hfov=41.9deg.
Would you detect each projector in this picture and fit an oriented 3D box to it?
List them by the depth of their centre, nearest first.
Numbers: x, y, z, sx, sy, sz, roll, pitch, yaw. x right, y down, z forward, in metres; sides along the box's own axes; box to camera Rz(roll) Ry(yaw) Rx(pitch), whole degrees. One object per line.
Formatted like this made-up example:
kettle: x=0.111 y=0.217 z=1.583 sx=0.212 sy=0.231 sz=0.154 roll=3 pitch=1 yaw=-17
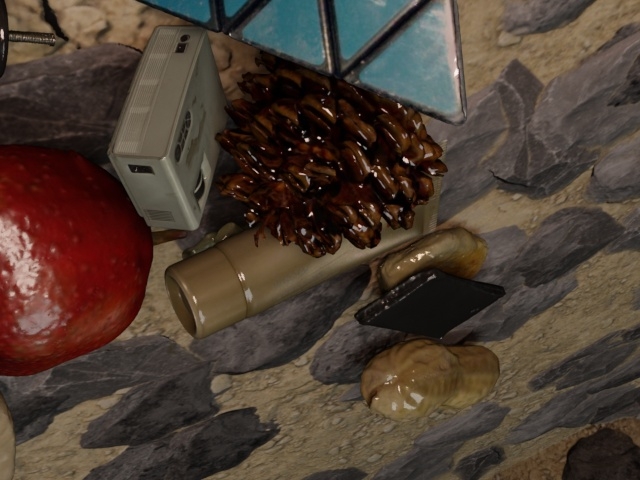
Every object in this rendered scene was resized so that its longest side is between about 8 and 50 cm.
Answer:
projector: x=-0.132 y=-0.100 z=0.744 sx=0.061 sy=0.147 sz=0.115 roll=4 pitch=149 yaw=11

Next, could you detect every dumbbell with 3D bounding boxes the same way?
dumbbell: x=-0.275 y=-0.157 z=0.629 sx=0.147 sy=0.069 sz=0.069 roll=-4 pitch=143 yaw=-32

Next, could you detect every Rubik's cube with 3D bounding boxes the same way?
Rubik's cube: x=0.026 y=-0.229 z=0.672 sx=0.233 sy=0.229 sz=0.228 roll=42 pitch=69 yaw=-19

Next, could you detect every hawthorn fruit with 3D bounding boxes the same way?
hawthorn fruit: x=-0.246 y=0.019 z=0.783 sx=0.266 sy=0.210 sz=0.230 roll=-3 pitch=153 yaw=-37

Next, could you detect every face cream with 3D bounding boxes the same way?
face cream: x=0.000 y=0.000 z=0.912 sx=0.341 sy=0.084 sz=0.137 roll=-24 pitch=137 yaw=-24

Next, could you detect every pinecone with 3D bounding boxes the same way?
pinecone: x=0.001 y=-0.082 z=0.778 sx=0.221 sy=0.221 sz=0.221 roll=-18 pitch=148 yaw=-12

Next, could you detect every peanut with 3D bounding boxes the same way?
peanut: x=0.206 y=0.247 z=1.511 sx=0.313 sy=0.149 sz=0.149 roll=7 pitch=136 yaw=-42

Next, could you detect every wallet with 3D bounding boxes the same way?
wallet: x=0.175 y=0.100 z=1.272 sx=0.146 sy=0.030 sz=0.285 roll=-35 pitch=154 yaw=22

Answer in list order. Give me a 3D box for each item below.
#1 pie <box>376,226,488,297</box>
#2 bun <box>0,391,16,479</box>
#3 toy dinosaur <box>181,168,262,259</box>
pie: x=0.168 y=0.049 z=1.268 sx=0.185 sy=0.052 sz=0.218 roll=-27 pitch=151 yaw=-7
bun: x=-0.497 y=0.222 z=0.913 sx=0.281 sy=0.205 sz=0.281 roll=-24 pitch=123 yaw=-44
toy dinosaur: x=-0.052 y=-0.016 z=0.989 sx=0.294 sy=0.077 sz=0.162 roll=-35 pitch=148 yaw=17
